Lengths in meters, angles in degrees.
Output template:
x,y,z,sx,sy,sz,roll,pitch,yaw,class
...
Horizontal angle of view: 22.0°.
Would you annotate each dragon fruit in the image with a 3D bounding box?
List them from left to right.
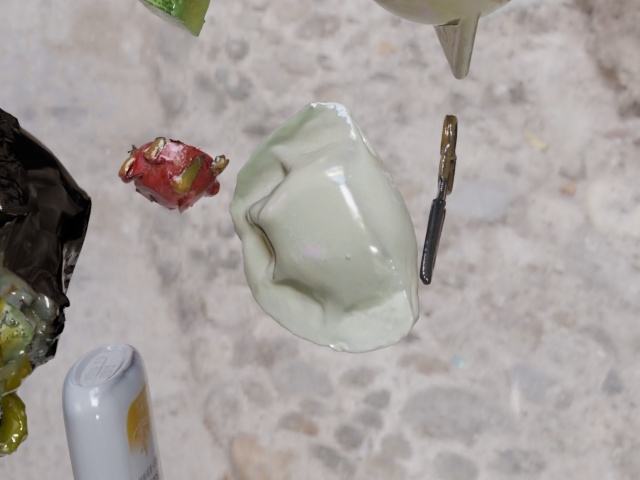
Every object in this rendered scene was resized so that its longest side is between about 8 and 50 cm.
x,y,z,sx,sy,sz,roll,pitch,yaw,class
-0.181,-0.071,1.994,0.126,0.112,0.068,15,64,-2,dragon fruit

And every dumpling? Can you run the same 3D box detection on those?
x,y,z,sx,sy,sz,roll,pitch,yaw,class
0.000,0.000,1.605,0.179,0.131,0.252,-27,78,17,dumpling

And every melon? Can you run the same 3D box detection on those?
x,y,z,sx,sy,sz,roll,pitch,yaw,class
-0.105,-0.274,1.579,0.064,0.118,0.209,26,55,14,melon

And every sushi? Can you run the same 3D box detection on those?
x,y,z,sx,sy,sz,roll,pitch,yaw,class
-0.355,0.072,1.379,0.329,0.328,0.285,6,46,-25,sushi

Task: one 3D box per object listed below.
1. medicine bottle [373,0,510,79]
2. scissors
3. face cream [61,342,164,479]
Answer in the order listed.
x,y,z,sx,sy,sz,roll,pitch,yaw,class
0.134,-0.371,1.738,0.236,0.406,0.235,1,60,-2,medicine bottle
0.112,-0.031,1.570,0.017,0.088,0.220,7,39,7,scissors
-0.174,0.245,1.467,0.071,0.291,0.144,-4,14,7,face cream
